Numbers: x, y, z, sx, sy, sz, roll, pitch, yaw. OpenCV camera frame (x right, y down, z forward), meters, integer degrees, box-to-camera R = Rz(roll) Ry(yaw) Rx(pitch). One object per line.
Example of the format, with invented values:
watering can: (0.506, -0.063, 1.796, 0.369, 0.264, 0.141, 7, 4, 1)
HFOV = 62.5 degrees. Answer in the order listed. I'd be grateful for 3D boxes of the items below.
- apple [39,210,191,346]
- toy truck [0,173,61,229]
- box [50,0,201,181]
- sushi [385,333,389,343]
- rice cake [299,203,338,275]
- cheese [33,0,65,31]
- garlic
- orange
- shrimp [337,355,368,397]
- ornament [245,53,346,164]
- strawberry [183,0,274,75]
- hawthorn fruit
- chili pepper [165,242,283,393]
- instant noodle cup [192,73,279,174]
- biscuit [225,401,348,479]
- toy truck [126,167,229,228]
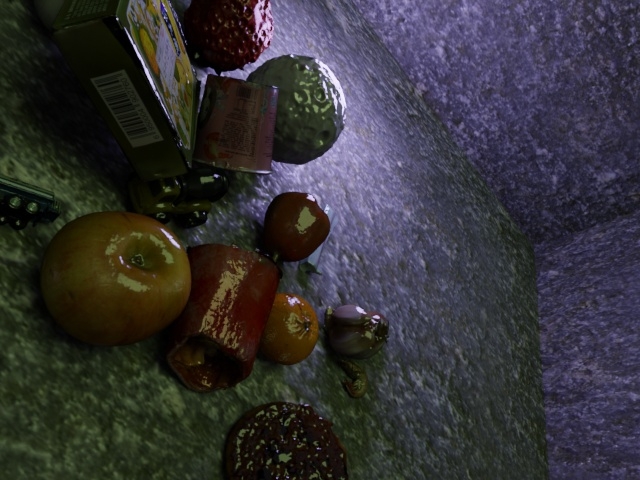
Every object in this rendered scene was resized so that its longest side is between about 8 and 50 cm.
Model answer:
apple: (-0.399, 0.071, 1.051, 0.286, 0.233, 0.286, 27, 50, -38)
toy truck: (-0.609, -0.086, 1.019, 0.201, 0.074, 0.088, 23, 48, -43)
box: (-0.402, -0.404, 1.186, 0.373, 0.138, 0.420, 73, 6, -47)
sushi: (0.196, 0.315, 1.794, 0.085, 0.056, 0.083, 56, 36, -9)
rice cake: (-0.002, -0.003, 1.744, 0.081, 0.051, 0.290, 37, 45, -20)
cheese: (-0.588, -0.571, 1.272, 0.198, 0.154, 0.189, 13, 65, -49)
garlic: (0.122, 0.293, 1.641, 0.214, 0.191, 0.160, 37, 68, -49)
orange: (-0.089, 0.232, 1.402, 0.193, 0.161, 0.193, 35, 41, -38)
shrimp: (0.093, 0.424, 1.627, 0.162, 0.045, 0.095, 47, 60, -30)
ornament: (-0.094, -0.395, 1.635, 0.337, 0.337, 0.337, 29, 49, -39)
strawberry: (-0.259, -0.686, 1.624, 0.292, 0.310, 0.292, 34, 41, -35)
hawthorn fruit: (-0.088, -0.020, 1.553, 0.199, 0.199, 0.251, 45, 54, -24)
chili pepper: (-0.220, 0.170, 1.219, 0.251, 0.229, 0.305, 79, 13, -53)
instant noodle cup: (-0.227, -0.313, 1.418, 0.243, 0.243, 0.231, -6, 111, -52)
biscuit: (-0.077, 0.543, 1.230, 0.289, 0.081, 0.334, 4, 52, -17)
toy truck: (-0.345, -0.123, 1.292, 0.224, 0.165, 0.147, -6, 73, -51)
